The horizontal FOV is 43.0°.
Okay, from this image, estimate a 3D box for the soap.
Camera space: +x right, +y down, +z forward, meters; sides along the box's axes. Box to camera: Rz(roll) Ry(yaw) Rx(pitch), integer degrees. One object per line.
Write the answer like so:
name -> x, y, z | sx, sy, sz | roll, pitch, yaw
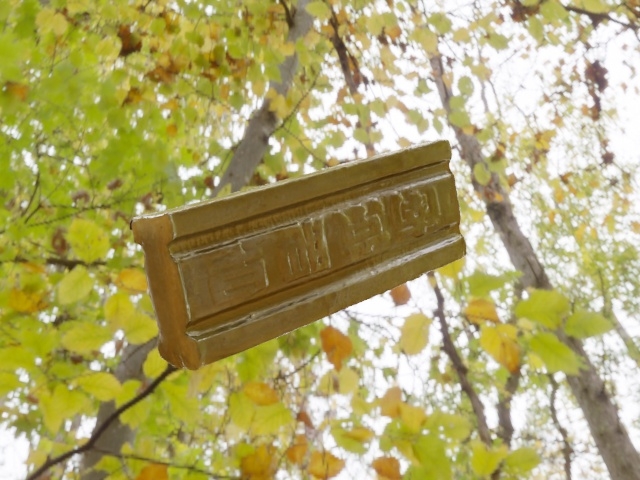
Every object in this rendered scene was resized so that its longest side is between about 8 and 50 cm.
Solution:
soap -> 0.001, 0.000, 0.534 | 0.252, 0.037, 0.092 | -19, -78, -39
